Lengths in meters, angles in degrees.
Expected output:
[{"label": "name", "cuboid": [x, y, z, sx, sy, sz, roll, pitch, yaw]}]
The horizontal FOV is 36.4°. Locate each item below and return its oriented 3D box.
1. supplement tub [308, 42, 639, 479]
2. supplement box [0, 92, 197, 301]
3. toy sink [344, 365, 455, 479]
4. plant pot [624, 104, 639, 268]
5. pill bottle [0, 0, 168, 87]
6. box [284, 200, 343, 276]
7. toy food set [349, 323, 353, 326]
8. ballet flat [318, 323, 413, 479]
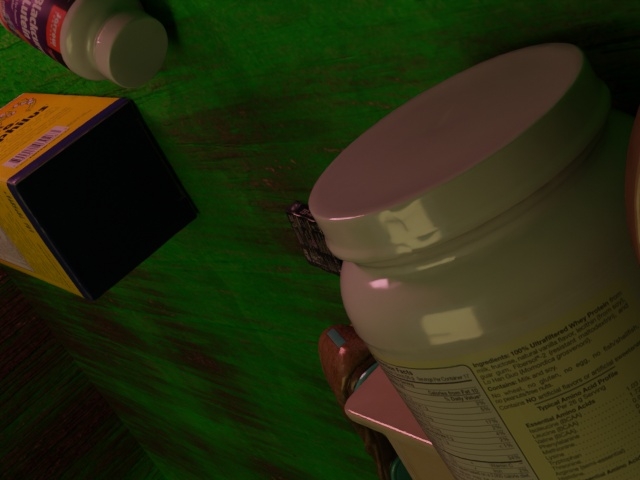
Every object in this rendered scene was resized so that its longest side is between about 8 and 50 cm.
[{"label": "supplement tub", "cuboid": [0.159, 0.056, 0.670, 0.235, 0.235, 0.325, 0, 127, 58]}, {"label": "supplement box", "cuboid": [-0.375, -0.075, 1.382, 0.356, 0.195, 0.194, 13, 138, 50]}, {"label": "toy sink", "cuboid": [0.165, 0.186, 0.951, 0.234, 0.153, 0.131, 9, 136, 52]}, {"label": "plant pot", "cuboid": [0.261, -0.040, 0.462, 0.237, 0.237, 0.110, 53, -164, -11]}, {"label": "pill bottle", "cuboid": [-0.259, -0.239, 1.060, 0.193, 0.108, 0.108, 32, 151, 30]}, {"label": "box", "cuboid": [0.000, 0.000, 1.099, 0.067, 0.018, 0.083, 20, 144, 45]}, {"label": "toy food set", "cuboid": [0.070, 0.121, 1.161, 0.083, 0.020, 0.082, 45, 155, 7]}, {"label": "ballet flat", "cuboid": [0.081, 0.212, 1.164, 0.124, 0.116, 0.342, 42, 168, 47]}]
